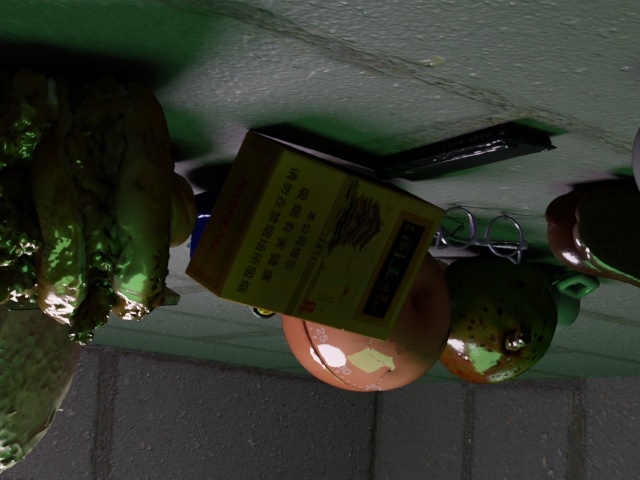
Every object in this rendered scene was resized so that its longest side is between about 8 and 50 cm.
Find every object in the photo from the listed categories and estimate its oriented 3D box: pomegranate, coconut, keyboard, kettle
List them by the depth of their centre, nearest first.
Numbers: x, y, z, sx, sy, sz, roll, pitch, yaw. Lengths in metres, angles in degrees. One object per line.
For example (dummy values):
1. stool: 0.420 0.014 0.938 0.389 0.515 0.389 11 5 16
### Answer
1. keyboard: 0.150 -0.090 1.496 0.072 0.023 0.231 2 173 -33
2. coconut: -0.487 0.080 1.782 0.405 0.404 0.404 4 169 1
3. pomegranate: 0.227 0.098 2.070 0.246 0.198 0.198 38 -174 27
4. kettle: 0.351 0.084 2.202 0.098 0.127 0.148 35 -170 31

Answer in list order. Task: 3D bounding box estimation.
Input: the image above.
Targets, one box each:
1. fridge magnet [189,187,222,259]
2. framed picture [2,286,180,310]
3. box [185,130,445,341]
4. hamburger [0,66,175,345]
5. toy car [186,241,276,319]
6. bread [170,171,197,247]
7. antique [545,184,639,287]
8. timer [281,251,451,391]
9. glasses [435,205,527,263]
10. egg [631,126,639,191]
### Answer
1. fridge magnet: -0.059 -0.010 1.737 0.265 0.112 0.265 4 173 1
2. framed picture: -0.294 0.028 1.503 0.184 0.016 0.250 30 -163 34
3. box: 0.000 0.000 1.565 0.274 0.174 0.076 18 -170 -44
4. hamburger: -0.247 -0.030 1.322 0.211 0.260 0.245 2 163 -9
5. toy car: -0.116 0.036 2.146 0.161 0.098 0.126 43 175 -26
6. bread: -0.242 -0.052 1.582 0.213 0.104 0.213 14 -175 -1
7. antique: 0.388 0.003 1.646 0.257 0.121 0.143 7 176 -14
8. timer: 0.066 0.097 1.951 0.230 0.229 0.215 14 163 -42
9. glasses: 0.186 -0.003 1.834 0.140 0.062 0.104 9 169 -23
10. egg: 0.363 -0.067 1.198 0.199 0.146 0.146 0 171 -19
